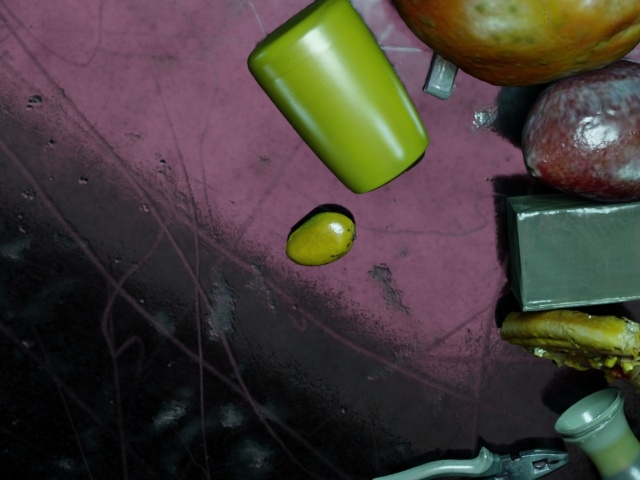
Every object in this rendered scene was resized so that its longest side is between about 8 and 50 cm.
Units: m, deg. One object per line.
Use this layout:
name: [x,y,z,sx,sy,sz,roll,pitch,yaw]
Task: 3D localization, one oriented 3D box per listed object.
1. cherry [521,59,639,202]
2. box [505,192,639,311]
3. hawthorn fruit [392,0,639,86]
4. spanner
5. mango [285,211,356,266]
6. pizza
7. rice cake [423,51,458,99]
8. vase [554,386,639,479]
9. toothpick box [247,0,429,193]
cherry: [0.402,-0.151,1.731,0.300,0.230,0.203,-18,122,-34]
box: [0.401,0.008,1.829,0.231,0.155,0.149,-5,101,3]
hawthorn fruit: [0.299,-0.391,1.594,0.403,0.403,0.403,0,104,1]
spanner: [0.242,0.384,1.979,0.325,0.040,0.096,-15,104,6]
mango: [0.000,0.000,1.880,0.114,0.057,0.079,-23,110,10]
pizza: [0.401,0.168,1.868,0.251,0.287,0.074,12,74,35]
rice cake: [0.196,-0.309,1.813,0.047,0.036,0.207,13,104,6]
vase: [0.502,0.392,1.920,0.173,0.173,0.321,-36,96,9]
toothpick box: [0.035,-0.201,1.772,0.175,0.175,0.271,-34,103,9]
